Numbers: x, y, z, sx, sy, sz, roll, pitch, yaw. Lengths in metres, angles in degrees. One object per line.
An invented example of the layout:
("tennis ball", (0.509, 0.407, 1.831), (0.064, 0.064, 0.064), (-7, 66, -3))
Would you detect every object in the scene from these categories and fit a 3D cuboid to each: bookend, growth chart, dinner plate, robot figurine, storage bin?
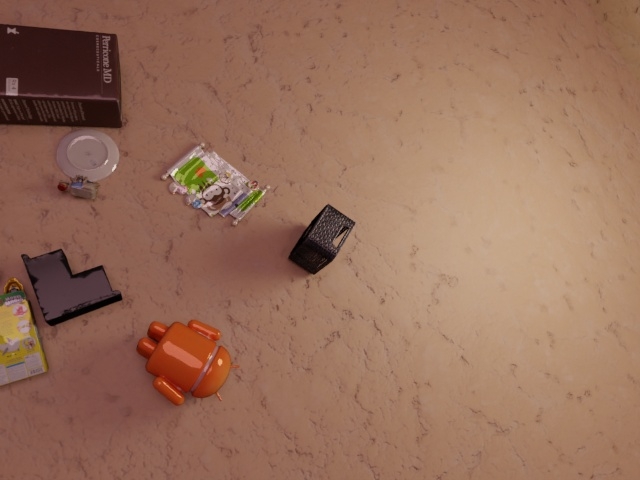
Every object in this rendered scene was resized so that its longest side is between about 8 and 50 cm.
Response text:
("bookend", (-0.545, 0.084, 1.121), (0.156, 0.072, 0.157), (-22, 81, -23))
("growth chart", (-0.271, -0.142, 1.307), (0.237, 0.021, 0.171), (35, 68, -5))
("dinner plate", (-0.565, -0.210, 1.234), (0.141, 0.017, 0.141), (5, 74, -17))
("robot figurine", (-0.293, 0.265, 1.120), (0.220, 0.158, 0.128), (31, 107, -7))
("storage bin", (0.000, 0.000, 1.265), (0.084, 0.180, 0.122), (34, 67, -7))

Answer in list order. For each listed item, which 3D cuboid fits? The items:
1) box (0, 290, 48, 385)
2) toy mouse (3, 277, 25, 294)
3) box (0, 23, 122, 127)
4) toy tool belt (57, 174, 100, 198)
("box", (-0.644, 0.200, 1.052), (0.105, 0.043, 0.179), (-14, 93, -21))
("toy mouse", (-0.708, 0.114, 1.075), (0.143, 0.031, 0.160), (-14, 89, -23))
("box", (-0.670, -0.380, 1.185), (0.382, 0.143, 0.190), (-3, 75, -21))
("toy tool belt", (-0.568, -0.129, 1.196), (0.084, 0.052, 0.051), (13, 39, -17))
